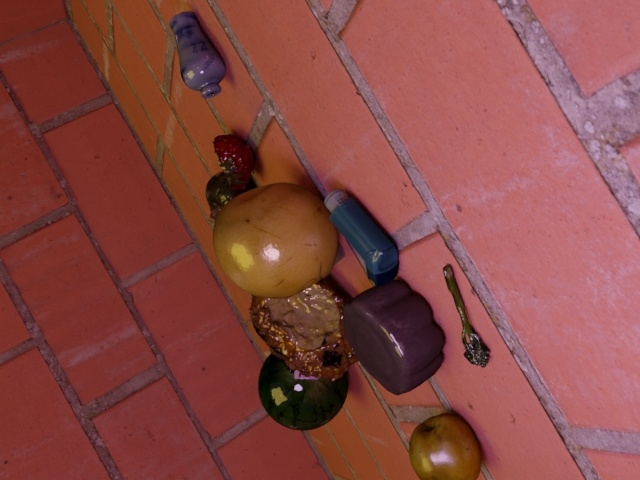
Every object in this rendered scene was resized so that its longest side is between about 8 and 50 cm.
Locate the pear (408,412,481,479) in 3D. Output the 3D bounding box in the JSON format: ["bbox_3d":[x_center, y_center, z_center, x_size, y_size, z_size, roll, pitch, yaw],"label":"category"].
[{"bbox_3d":[0.330,0.562,1.793,0.200,0.200,0.200,50,158,29],"label":"pear"}]

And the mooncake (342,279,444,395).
[{"bbox_3d":[0.189,0.247,1.739,0.306,0.154,0.306,51,159,28],"label":"mooncake"}]

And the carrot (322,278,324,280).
[{"bbox_3d":[-0.027,0.077,2.195,0.139,0.048,0.048,59,161,-2],"label":"carrot"}]

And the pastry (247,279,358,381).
[{"bbox_3d":[-0.041,0.274,2.142,0.405,0.292,0.337,34,165,18],"label":"pastry"}]

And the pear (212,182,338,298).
[{"bbox_3d":[-0.123,0.001,1.887,0.348,0.348,0.348,50,158,29],"label":"pear"}]

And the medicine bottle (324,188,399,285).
[{"bbox_3d":[0.103,-0.015,1.697,0.258,0.079,0.124,52,159,25],"label":"medicine bottle"}]

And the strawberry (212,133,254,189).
[{"bbox_3d":[-0.277,-0.287,2.254,0.236,0.111,0.190,-106,-8,-50],"label":"strawberry"}]

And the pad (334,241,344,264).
[{"bbox_3d":[0.000,0.000,2.089,0.176,0.002,0.266,59,161,5],"label":"pad"}]

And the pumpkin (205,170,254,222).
[{"bbox_3d":[-0.325,-0.124,2.446,0.260,0.189,0.260,49,158,27],"label":"pumpkin"}]

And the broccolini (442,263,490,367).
[{"bbox_3d":[0.311,0.176,1.490,0.071,0.057,0.254,-17,110,27],"label":"broccolini"}]

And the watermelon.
[{"bbox_3d":[-0.065,0.533,2.496,0.363,0.363,0.363,50,158,29],"label":"watermelon"}]

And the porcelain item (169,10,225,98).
[{"bbox_3d":[-0.376,-0.563,2.061,0.259,0.141,0.141,69,161,4],"label":"porcelain item"}]
